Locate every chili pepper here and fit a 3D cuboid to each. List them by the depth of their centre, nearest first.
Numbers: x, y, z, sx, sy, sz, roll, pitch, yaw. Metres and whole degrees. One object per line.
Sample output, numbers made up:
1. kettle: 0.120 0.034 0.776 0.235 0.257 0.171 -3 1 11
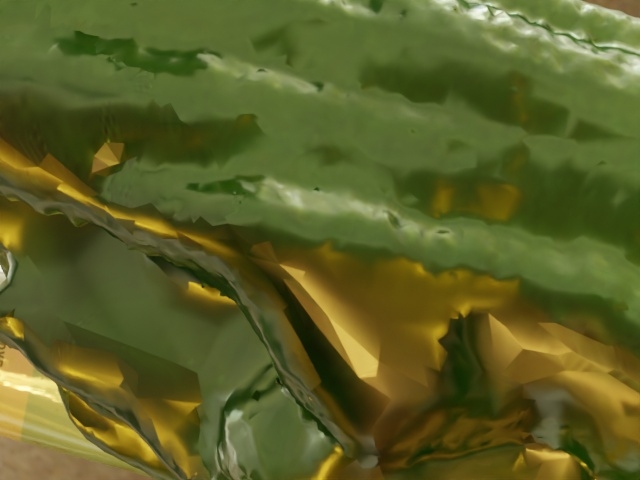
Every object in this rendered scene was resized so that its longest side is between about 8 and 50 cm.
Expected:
1. chili pepper: -0.003 0.008 0.645 0.384 0.167 0.213 15 110 5

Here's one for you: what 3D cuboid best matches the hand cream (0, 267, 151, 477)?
1. hand cream: -0.133 0.053 0.942 0.070 0.312 0.111 -98 21 -81
